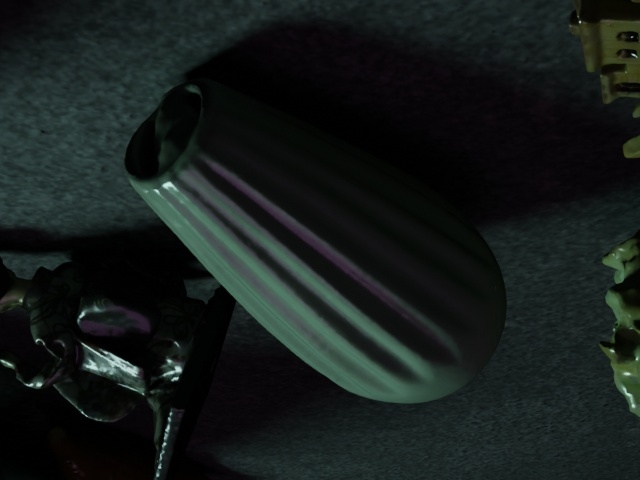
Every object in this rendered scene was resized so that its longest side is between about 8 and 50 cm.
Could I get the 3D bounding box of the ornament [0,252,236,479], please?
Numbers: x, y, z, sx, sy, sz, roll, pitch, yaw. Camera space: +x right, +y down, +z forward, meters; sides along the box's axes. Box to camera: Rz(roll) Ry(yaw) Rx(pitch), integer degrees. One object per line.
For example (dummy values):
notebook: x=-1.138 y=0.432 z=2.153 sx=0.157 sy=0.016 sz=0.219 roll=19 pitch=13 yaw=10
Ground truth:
ornament: x=-0.168 y=0.069 z=0.768 sx=0.196 sy=0.166 sz=0.153 roll=20 pitch=130 yaw=-1

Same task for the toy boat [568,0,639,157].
toy boat: x=0.147 y=-0.096 z=0.504 sx=0.072 sy=0.064 sz=0.206 roll=7 pitch=157 yaw=18

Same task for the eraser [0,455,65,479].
eraser: x=-0.299 y=0.298 z=1.248 sx=0.189 sy=0.104 sz=0.290 roll=-7 pitch=157 yaw=38

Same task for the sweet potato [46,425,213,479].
sweet potato: x=-0.195 y=0.252 z=1.201 sx=0.066 sy=0.072 sz=0.314 roll=-1 pitch=156 yaw=32

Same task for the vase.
vase: x=0.000 y=0.000 z=0.639 sx=0.128 sy=0.128 sz=0.248 roll=-20 pitch=139 yaw=35

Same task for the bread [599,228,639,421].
bread: x=0.323 y=0.064 z=0.683 sx=0.252 sy=0.239 sz=0.196 roll=-27 pitch=-179 yaw=34
